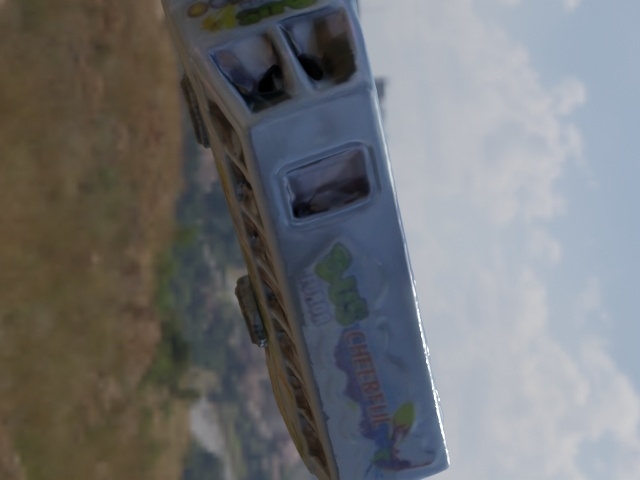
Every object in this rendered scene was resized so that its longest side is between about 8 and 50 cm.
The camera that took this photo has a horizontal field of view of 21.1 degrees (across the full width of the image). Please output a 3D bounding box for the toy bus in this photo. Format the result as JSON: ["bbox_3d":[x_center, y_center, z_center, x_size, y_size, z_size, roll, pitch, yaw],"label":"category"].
[{"bbox_3d":[0.000,0.000,0.987,0.136,0.109,0.329,-114,-173,-50],"label":"toy bus"}]
